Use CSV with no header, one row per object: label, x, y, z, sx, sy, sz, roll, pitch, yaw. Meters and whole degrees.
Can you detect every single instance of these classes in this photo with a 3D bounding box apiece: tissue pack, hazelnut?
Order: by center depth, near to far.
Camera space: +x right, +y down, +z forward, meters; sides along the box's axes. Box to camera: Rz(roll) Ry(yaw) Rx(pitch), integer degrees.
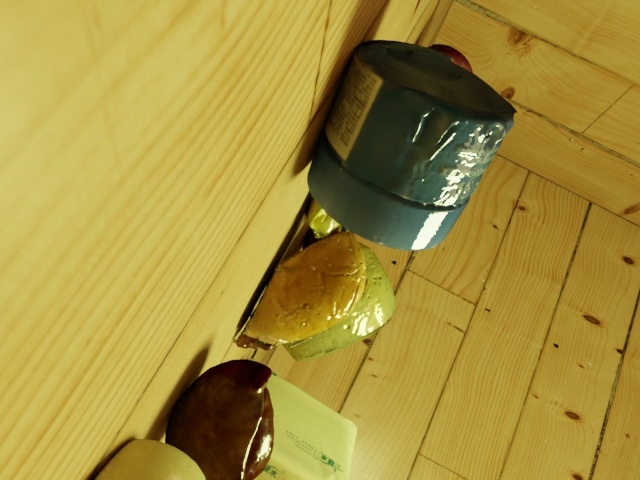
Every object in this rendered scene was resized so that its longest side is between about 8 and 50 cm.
hazelnut,-0.135,0.275,0.780,0.202,0.160,0.170,-53,-152,-16
tissue pack,-0.112,0.516,1.328,0.207,0.380,0.297,-59,179,18

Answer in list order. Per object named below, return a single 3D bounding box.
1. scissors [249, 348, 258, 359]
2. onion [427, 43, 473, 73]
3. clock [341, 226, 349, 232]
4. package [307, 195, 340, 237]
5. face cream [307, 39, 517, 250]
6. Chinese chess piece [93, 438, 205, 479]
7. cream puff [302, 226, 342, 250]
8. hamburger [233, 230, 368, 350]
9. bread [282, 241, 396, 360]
scissors,-0.227,0.389,1.599,0.318,0.024,0.160,-62,175,-5
onion,0.395,-0.486,1.831,0.358,0.344,0.359,-33,-139,35
clock,0.129,-0.149,2.008,0.379,0.120,0.276,-62,172,-23
package,0.027,-0.081,1.108,0.168,0.090,0.226,-61,179,7
face cream,0.127,-0.146,0.777,0.249,0.248,0.225,-58,172,-54
Chinese chess piece,-0.230,0.356,0.571,0.274,0.102,0.273,-61,177,-6
cream puff,0.000,0.000,1.438,0.149,0.084,0.149,-62,-179,2
hamburger,-0.027,0.104,1.074,0.155,0.245,0.283,108,-5,-77
bread,0.022,0.142,1.297,0.320,0.238,0.320,-26,175,-2
